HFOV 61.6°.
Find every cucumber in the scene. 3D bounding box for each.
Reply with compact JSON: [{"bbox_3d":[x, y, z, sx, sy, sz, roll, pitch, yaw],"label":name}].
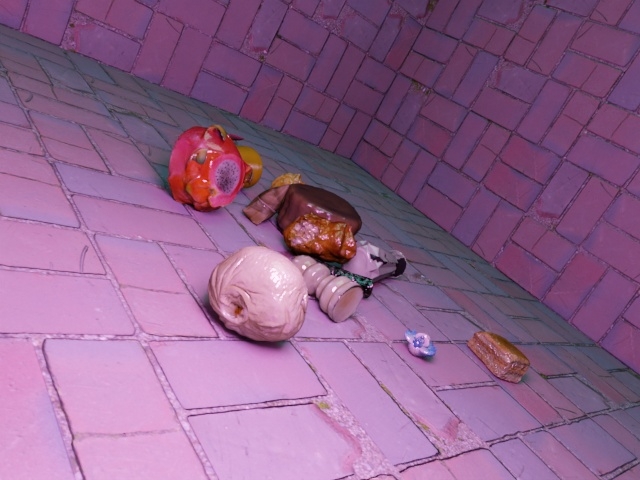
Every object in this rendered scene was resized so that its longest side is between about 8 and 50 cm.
[{"bbox_3d":[0.044,0.116,1.790,0.300,0.072,0.072,22,18,-13],"label":"cucumber"}]

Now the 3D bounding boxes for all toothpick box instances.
[{"bbox_3d":[-0.369,-0.292,2.124,0.175,0.175,0.271,36,21,21],"label":"toothpick box"}]

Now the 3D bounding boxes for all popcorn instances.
[{"bbox_3d":[-0.134,-0.197,2.275,0.173,0.174,0.142,30,0,1],"label":"popcorn"}]

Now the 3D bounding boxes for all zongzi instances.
[{"bbox_3d":[-0.173,-0.160,2.013,0.094,0.204,0.205,47,16,-2],"label":"zongzi"}]

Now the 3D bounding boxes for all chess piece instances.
[{"bbox_3d":[0.001,0.126,1.616,0.243,0.133,0.133,36,17,33],"label":"chess piece"}]

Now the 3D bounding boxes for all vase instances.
[{"bbox_3d":[0.212,0.084,2.038,0.165,0.165,0.360,38,15,26],"label":"vase"}]

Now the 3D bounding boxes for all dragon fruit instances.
[{"bbox_3d":[-0.356,-0.233,1.766,0.189,0.291,0.290,14,9,25],"label":"dragon fruit"}]

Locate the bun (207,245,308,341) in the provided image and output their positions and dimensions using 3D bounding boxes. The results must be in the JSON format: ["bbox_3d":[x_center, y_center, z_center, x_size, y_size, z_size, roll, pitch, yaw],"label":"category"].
[{"bbox_3d":[-0.146,0.139,1.222,0.243,0.244,0.153,32,41,9],"label":"bun"}]

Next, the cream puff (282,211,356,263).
[{"bbox_3d":[0.000,0.000,1.823,0.268,0.155,0.241,20,-10,11],"label":"cream puff"}]

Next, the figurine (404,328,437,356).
[{"bbox_3d":[0.309,0.313,1.641,0.114,0.079,0.114,21,15,-6],"label":"figurine"}]

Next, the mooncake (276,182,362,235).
[{"bbox_3d":[-0.011,-0.079,2.073,0.323,0.187,0.324,25,18,-9],"label":"mooncake"}]

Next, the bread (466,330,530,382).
[{"bbox_3d":[0.623,0.397,1.881,0.138,0.102,0.196,22,17,-31],"label":"bread"}]
